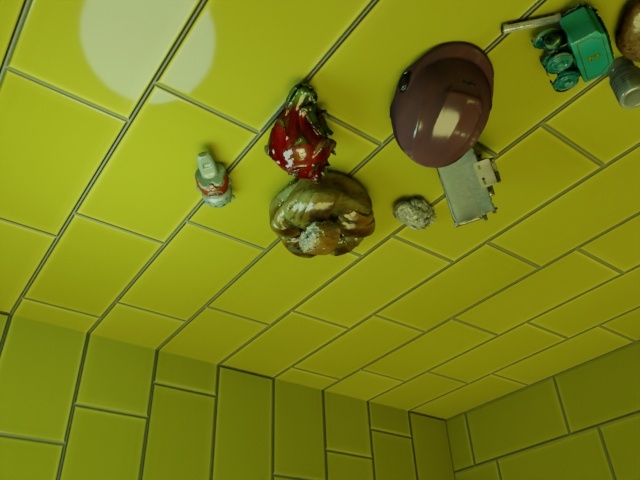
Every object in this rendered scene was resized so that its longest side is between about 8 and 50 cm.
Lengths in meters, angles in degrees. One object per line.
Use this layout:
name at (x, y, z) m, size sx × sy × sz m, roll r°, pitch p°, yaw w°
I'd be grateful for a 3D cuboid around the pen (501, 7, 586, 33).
pen at (0.549, -0.542, 1.459) m, size 0.204 × 0.025 × 0.025 m, roll -10°, pitch 144°, yaw 8°

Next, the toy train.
toy train at (0.632, -0.471, 1.471) m, size 0.162 × 0.112 × 0.203 m, roll -24°, pitch 152°, yaw 25°

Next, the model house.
model house at (0.458, -0.186, 1.817) m, size 0.178 × 0.271 × 0.206 m, roll -22°, pitch 175°, yaw 19°

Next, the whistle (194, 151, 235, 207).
whistle at (-0.332, -0.181, 1.838) m, size 0.101 × 0.105 × 0.253 m, roll -39°, pitch 149°, yaw -21°

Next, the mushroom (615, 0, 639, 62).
mushroom at (0.786, -0.519, 1.468) m, size 0.094 × 0.072 × 0.210 m, roll 0°, pitch 145°, yaw 11°

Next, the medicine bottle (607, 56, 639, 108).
medicine bottle at (0.808, -0.417, 1.558) m, size 0.080 × 0.130 × 0.080 m, roll -1°, pitch 143°, yaw -1°

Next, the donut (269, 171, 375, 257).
donut at (0.005, -0.076, 1.946) m, size 0.360 × 0.170 × 0.360 m, roll -3°, pitch 145°, yaw -2°

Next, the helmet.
helmet at (0.329, -0.335, 1.589) m, size 0.270 × 0.197 × 0.338 m, roll 13°, pitch 142°, yaw -17°

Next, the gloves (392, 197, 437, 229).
gloves at (0.323, -0.092, 2.024) m, size 0.153 × 0.070 × 0.114 m, roll 27°, pitch 135°, yaw -32°

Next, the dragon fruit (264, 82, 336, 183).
dragon fruit at (-0.034, -0.291, 1.648) m, size 0.200 × 0.198 × 0.269 m, roll 21°, pitch 125°, yaw -13°

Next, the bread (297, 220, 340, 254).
bread at (-0.001, 0.000, 1.836) m, size 0.106 × 0.082 × 0.125 m, roll 18°, pitch 140°, yaw -20°
